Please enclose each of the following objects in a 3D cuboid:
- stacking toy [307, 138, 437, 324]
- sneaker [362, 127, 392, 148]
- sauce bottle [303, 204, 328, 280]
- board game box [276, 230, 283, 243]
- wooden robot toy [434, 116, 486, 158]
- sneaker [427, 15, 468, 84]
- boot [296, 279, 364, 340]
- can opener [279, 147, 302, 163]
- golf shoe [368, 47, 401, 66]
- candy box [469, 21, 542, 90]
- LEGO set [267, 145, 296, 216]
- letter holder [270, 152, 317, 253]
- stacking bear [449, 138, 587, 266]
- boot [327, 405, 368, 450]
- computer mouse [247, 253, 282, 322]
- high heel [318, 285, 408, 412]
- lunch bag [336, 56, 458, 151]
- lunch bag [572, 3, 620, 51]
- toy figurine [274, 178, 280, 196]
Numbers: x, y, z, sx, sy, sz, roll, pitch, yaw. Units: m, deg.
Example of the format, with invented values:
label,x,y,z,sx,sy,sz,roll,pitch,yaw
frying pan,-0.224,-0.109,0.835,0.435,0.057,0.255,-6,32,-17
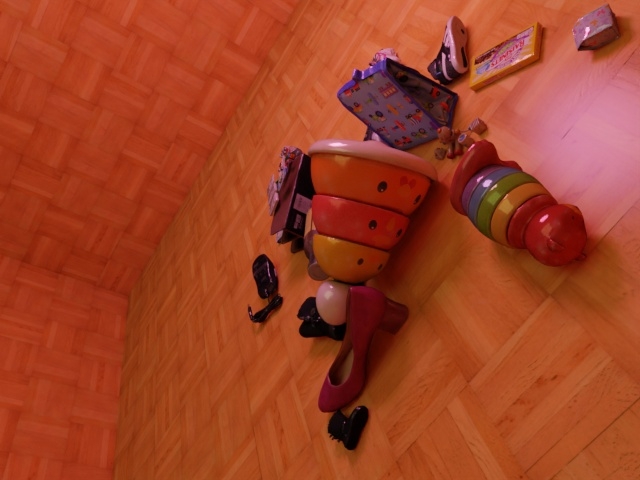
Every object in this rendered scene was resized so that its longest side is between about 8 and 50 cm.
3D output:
label,x,y,z,sx,sy,sz,roll,pitch,yaw
stacking toy,0.096,-0.008,1.433,0.351,0.351,0.479,14,92,62
sneaker,0.160,-0.315,1.742,0.153,0.101,0.268,-34,43,41
sauce bottle,0.000,0.000,1.696,0.111,0.111,0.344,-49,19,28
board game box,-0.146,-0.048,2.148,0.090,0.020,0.090,-45,35,34
wooden robot toy,0.343,-0.270,1.417,0.173,0.079,0.076,-26,47,51
sneaker,0.368,-0.560,1.601,0.121,0.079,0.216,-28,46,47
boot,0.021,0.175,1.603,0.207,0.094,0.246,-4,71,55
can opener,-0.093,-0.334,2.225,0.093,0.074,0.280,-62,28,5
golf shoe,0.237,-0.650,1.912,0.086,0.067,0.186,-60,28,6
candy box,0.479,-0.475,1.402,0.206,0.027,0.105,-17,58,55
LEGO set,-0.133,-0.229,1.943,0.182,0.060,0.244,-103,31,-52
letter holder,-0.087,-0.128,1.973,0.214,0.152,0.301,-22,50,55
stacking bear,0.404,-0.056,1.075,0.164,0.175,0.289,-55,37,14
boot,0.067,0.458,1.359,0.099,0.045,0.121,18,88,62
computer mouse,-0.218,0.190,2.050,0.184,0.060,0.262,-47,44,24
high heel,0.052,0.278,1.376,0.377,0.181,0.127,-59,28,12
lunch bag,0.201,-0.393,1.530,0.221,0.293,0.138,-12,59,56
lunch bag,0.593,-0.454,1.163,0.083,0.053,0.071,-21,52,40
toy figurine,-0.142,-0.229,2.179,0.159,0.130,0.173,-132,52,-70
